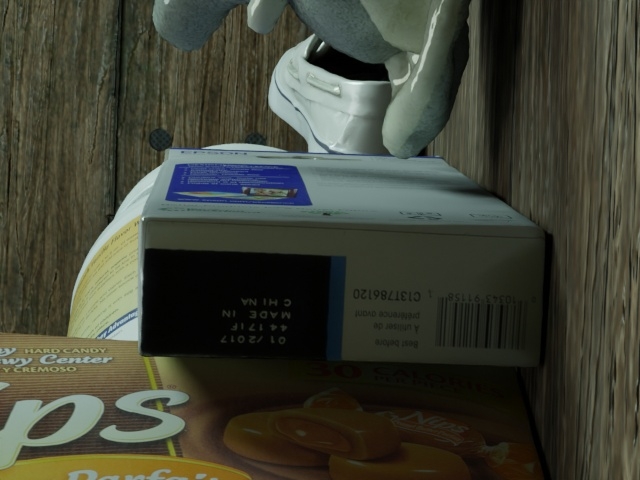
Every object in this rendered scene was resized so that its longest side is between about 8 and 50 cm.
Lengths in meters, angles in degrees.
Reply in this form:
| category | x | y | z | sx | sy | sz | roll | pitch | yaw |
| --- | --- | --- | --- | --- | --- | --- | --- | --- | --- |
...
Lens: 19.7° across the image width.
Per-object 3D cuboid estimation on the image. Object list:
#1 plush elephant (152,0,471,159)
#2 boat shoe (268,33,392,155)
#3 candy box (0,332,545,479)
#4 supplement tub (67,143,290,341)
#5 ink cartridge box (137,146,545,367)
| category | x | y | z | sx | sy | sz | roll | pitch | yaw |
| --- | --- | --- | --- | --- | --- | --- | --- | --- | --- |
| plush elephant | -0.024 | -0.188 | 0.904 | 0.272 | 0.330 | 0.255 | -72 | -32 | -47 |
| boat shoe | 0.018 | -0.113 | 1.304 | 0.267 | 0.096 | 0.088 | -100 | 16 | -70 |
| candy box | -0.072 | 0.114 | 0.723 | 0.183 | 0.316 | 0.087 | -94 | 8 | -67 |
| supplement tub | -0.053 | 0.096 | 1.184 | 0.316 | 0.228 | 0.228 | -93 | 6 | -58 |
| ink cartridge box | 0.000 | 0.000 | 0.886 | 0.332 | 0.165 | 0.065 | -104 | 16 | -81 |
